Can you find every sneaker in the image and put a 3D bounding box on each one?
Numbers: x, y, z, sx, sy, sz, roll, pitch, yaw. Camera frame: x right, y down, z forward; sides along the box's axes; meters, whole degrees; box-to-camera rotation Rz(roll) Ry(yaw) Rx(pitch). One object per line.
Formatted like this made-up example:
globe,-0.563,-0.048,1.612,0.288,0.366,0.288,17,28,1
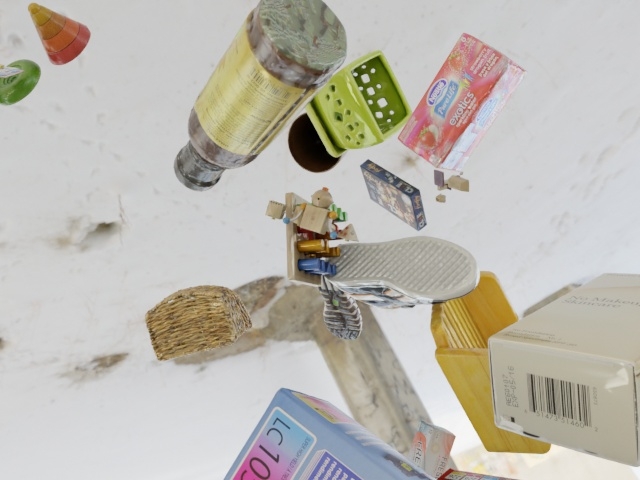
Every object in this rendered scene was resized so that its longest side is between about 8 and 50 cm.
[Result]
sneaker,0.072,0.125,1.535,0.106,0.162,0.281,9,136,21
sneaker,0.168,0.067,1.140,0.321,0.126,0.127,4,155,38

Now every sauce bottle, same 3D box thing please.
sauce bottle,-0.100,-0.160,0.725,0.111,0.111,0.344,-7,164,-36

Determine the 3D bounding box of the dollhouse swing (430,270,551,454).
dollhouse swing,0.425,0.195,1.146,0.305,0.315,0.347,-24,-166,22

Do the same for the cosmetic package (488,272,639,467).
cosmetic package,0.351,0.130,0.691,0.309,0.113,0.160,-16,-167,-42

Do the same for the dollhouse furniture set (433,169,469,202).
dollhouse furniture set,0.358,-0.136,1.490,0.081,0.114,0.091,-18,115,-23

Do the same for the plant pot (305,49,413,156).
plant pot,0.099,-0.379,1.674,0.207,0.228,0.227,-20,-165,40

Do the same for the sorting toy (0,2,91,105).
sorting toy,-0.700,-0.404,1.309,0.365,0.127,0.126,-38,146,-1

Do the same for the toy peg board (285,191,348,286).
toy peg board,0.000,0.000,1.104,0.079,0.160,0.161,-5,170,18

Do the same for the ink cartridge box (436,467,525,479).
ink cartridge box,0.281,0.508,0.948,0.309,0.130,0.272,-13,-178,45

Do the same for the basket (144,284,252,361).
basket,-0.415,0.257,1.993,0.299,0.213,0.223,-15,-175,12

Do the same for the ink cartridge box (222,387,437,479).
ink cartridge box,0.064,0.362,0.543,0.270,0.395,0.151,-59,152,-4

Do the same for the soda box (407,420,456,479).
soda box,0.215,0.475,1.213,0.063,0.183,0.058,23,173,-19

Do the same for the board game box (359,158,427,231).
board game box,0.237,-0.149,1.904,0.042,0.243,0.165,-39,138,-14

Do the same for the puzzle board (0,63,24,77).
puzzle board,-0.695,-0.362,1.231,0.096,0.128,0.011,7,111,-11

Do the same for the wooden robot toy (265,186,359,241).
wooden robot toy,-0.005,-0.054,1.001,0.076,0.173,0.079,4,102,-65

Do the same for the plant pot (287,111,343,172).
plant pot,0.030,-0.372,2.111,0.215,0.215,0.230,-45,175,32

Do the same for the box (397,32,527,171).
box,0.297,-0.285,1.234,0.128,0.122,0.257,-4,131,-55
